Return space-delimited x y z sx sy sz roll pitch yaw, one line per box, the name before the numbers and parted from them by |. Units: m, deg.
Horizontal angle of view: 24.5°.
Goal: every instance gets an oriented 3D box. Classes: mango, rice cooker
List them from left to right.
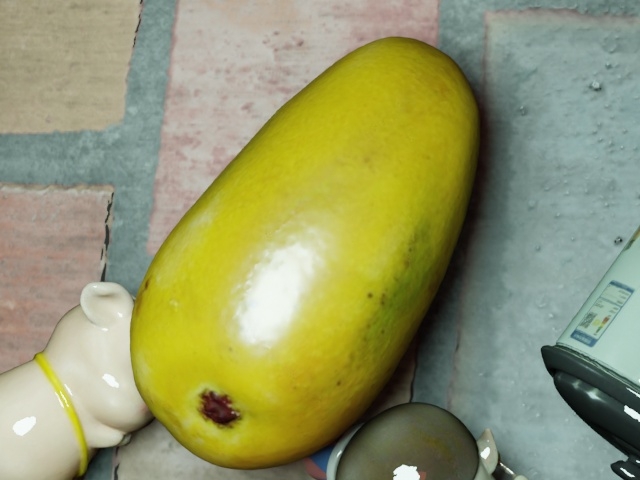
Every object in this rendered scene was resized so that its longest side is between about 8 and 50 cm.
mango | 0.000 0.000 1.337 0.232 0.300 0.445 35 70 -7
rice cooker | 0.322 0.110 1.237 0.227 0.241 0.280 -54 34 -5

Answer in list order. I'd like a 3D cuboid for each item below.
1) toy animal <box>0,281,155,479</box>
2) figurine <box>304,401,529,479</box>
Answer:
toy animal | -0.246 0.159 1.428 0.149 0.165 0.248 43 81 -8
figurine | 0.106 0.242 1.319 0.161 0.158 0.275 -41 63 -7
